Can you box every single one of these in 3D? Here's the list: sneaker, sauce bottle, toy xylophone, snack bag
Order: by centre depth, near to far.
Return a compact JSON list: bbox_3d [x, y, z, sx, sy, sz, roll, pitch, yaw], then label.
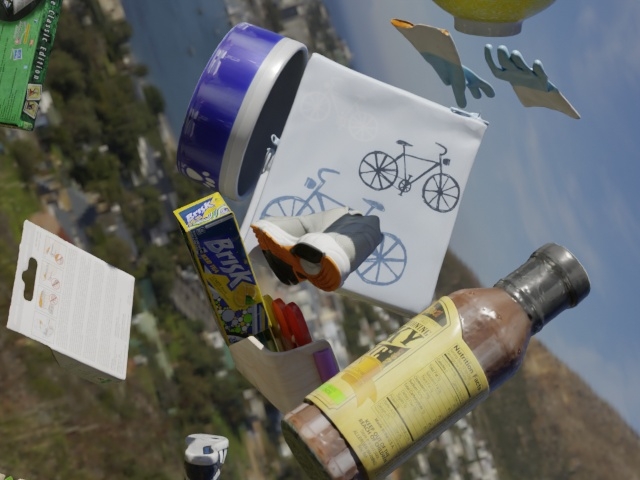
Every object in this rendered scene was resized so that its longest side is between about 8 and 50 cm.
[{"bbox_3d":[0.122,0.123,1.177,0.111,0.344,0.111,48,-19,23],"label":"sauce bottle"},{"bbox_3d":[0.000,0.000,1.639,0.262,0.121,0.099,17,-44,60],"label":"sneaker"},{"bbox_3d":[-0.077,0.136,1.718,0.323,0.081,0.236,39,-30,53],"label":"toy xylophone"},{"bbox_3d":[0.064,-0.085,1.803,0.037,0.323,0.342,-172,-80,-76],"label":"snack bag"},{"bbox_3d":[-0.217,0.426,2.139,0.217,0.079,0.121,-22,118,-87],"label":"sneaker"}]

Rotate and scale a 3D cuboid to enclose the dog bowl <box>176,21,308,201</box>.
[{"bbox_3d":[-0.120,-0.200,1.829,0.265,0.104,0.265,24,90,-83],"label":"dog bowl"}]

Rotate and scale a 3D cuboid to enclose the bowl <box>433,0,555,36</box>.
[{"bbox_3d":[0.286,-0.430,1.974,0.289,0.289,0.156,-96,-173,-67],"label":"bowl"}]

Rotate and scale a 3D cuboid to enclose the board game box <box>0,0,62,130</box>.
[{"bbox_3d":[-0.338,-0.252,1.264,0.030,0.136,0.259,18,84,-63],"label":"board game box"}]

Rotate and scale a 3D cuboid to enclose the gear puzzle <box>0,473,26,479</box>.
[{"bbox_3d":[-0.415,0.417,1.621,0.339,0.044,0.175,26,47,-40],"label":"gear puzzle"}]

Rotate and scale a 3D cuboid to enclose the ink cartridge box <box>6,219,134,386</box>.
[{"bbox_3d":[-0.377,0.097,1.743,0.224,0.056,0.181,31,48,-41],"label":"ink cartridge box"}]

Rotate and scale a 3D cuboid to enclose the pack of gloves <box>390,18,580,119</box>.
[{"bbox_3d":[0.208,-0.199,1.495,0.232,0.195,0.046,29,82,-62],"label":"pack of gloves"}]

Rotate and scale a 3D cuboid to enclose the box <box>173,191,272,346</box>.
[{"bbox_3d":[-0.110,0.034,1.333,0.054,0.059,0.169,50,-19,53],"label":"box"}]
